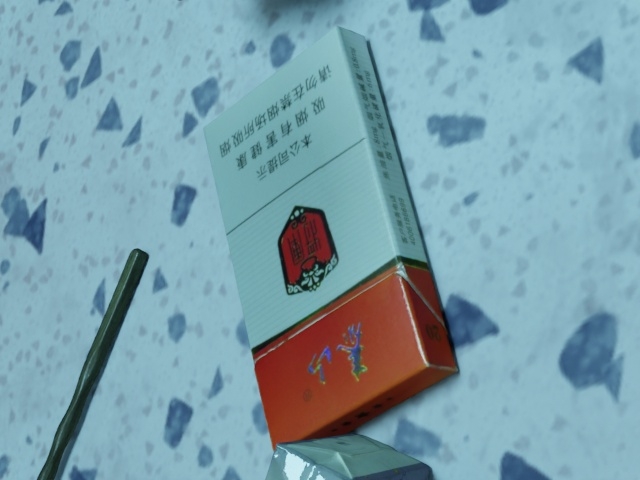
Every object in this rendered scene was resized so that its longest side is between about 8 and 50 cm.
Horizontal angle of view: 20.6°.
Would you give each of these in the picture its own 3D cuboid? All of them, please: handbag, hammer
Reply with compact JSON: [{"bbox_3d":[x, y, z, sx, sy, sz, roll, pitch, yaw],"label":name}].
[{"bbox_3d":[-0.011,0.197,1.008,0.095,0.117,0.173,21,97,27],"label":"handbag"},{"bbox_3d":[-0.187,0.139,1.271,0.058,0.029,0.292,28,97,43],"label":"hammer"}]

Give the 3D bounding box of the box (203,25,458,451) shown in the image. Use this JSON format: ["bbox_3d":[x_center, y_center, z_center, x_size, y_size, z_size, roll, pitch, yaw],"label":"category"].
[{"bbox_3d":[0.000,0.000,1.113,0.139,0.035,0.245,-32,57,35],"label":"box"}]
